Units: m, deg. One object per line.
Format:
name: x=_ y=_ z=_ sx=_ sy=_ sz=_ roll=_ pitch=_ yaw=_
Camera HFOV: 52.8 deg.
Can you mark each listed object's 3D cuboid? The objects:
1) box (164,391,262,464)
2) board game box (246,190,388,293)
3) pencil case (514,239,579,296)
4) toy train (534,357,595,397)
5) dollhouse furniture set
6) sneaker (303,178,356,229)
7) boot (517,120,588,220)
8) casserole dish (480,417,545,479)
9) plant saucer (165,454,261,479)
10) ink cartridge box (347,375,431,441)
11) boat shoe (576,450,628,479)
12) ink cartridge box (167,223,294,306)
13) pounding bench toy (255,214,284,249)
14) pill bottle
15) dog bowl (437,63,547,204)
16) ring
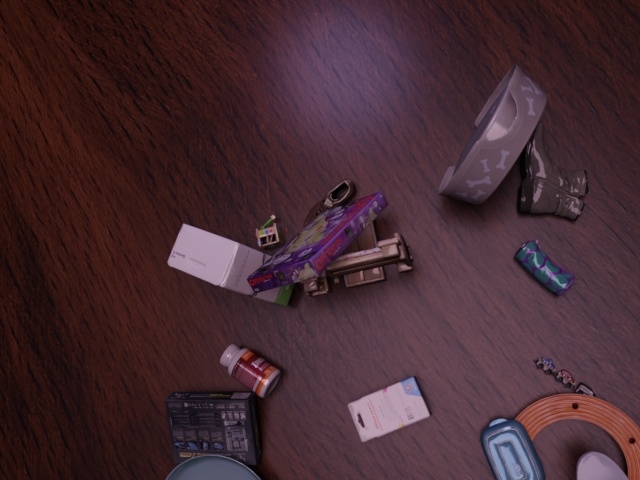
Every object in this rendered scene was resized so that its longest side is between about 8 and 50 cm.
box: x=-0.277 y=0.486 z=1.673 sx=0.233 sy=0.059 sz=0.183 roll=-4 pitch=101 yaw=13
board game box: x=0.000 y=0.000 z=1.523 sx=0.208 sy=0.347 sz=0.056 roll=-13 pitch=110 yaw=39
pencil case: x=0.550 y=0.065 z=1.581 sx=0.151 sy=0.064 sz=0.070 roll=46 pitch=109 yaw=16
toy train: x=0.586 y=0.329 z=1.544 sx=0.158 sy=0.027 sz=0.036 roll=35 pitch=86 yaw=16
dollhouse furniture set: x=0.053 y=0.009 z=1.558 sx=0.303 sy=0.355 sz=0.173 roll=-14 pitch=77 yaw=11
sneaker: x=0.016 y=-0.096 z=1.732 sx=0.066 sy=0.071 sz=0.188 roll=42 pitch=91 yaw=16
boot: x=0.587 y=-0.175 z=1.618 sx=0.161 sy=0.083 sz=0.246 roll=5 pitch=87 yaw=7
casserole dish: x=0.448 y=0.512 z=1.505 sx=0.114 sy=0.037 sz=0.188 roll=-24 pitch=78 yaw=14
plant saucer: x=-0.261 y=0.695 z=1.644 sx=0.318 sy=0.044 sz=0.317 roll=1 pitch=93 yaw=11
ink cartridge box: x=0.172 y=0.420 z=1.607 sx=0.181 sy=0.061 sz=0.104 roll=-24 pitch=75 yaw=8
boat shoe: x=0.647 y=0.599 z=1.405 sx=0.113 sy=0.105 sz=0.306 roll=-31 pitch=83 yaw=6
ink cartridge box: x=-0.215 y=0.066 z=1.630 sx=0.198 sy=0.273 sz=0.114 roll=17 pitch=84 yaw=33
pounding bench toy: x=-0.145 y=-0.024 z=1.767 sx=0.065 sy=0.052 sz=0.083 roll=-15 pitch=77 yaw=11
pill bottle: x=-0.186 y=0.338 z=1.694 sx=0.152 sy=0.086 sz=0.086 roll=31 pitch=88 yaw=16
dog bowl: x=0.412 y=-0.238 z=1.536 sx=0.102 sy=0.349 sz=0.348 roll=30 pitch=88 yaw=2
ring: x=0.594 y=0.525 z=1.497 sx=0.337 sy=0.032 sz=0.336 roll=-2 pitch=82 yaw=16
